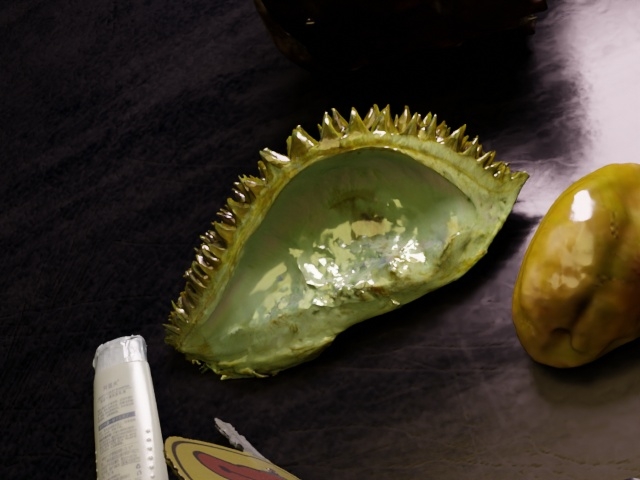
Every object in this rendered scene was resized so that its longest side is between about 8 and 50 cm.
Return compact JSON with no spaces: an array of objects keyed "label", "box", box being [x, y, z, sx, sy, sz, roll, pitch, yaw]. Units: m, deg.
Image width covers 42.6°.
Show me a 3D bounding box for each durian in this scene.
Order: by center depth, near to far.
[{"label":"durian","box":[0.002,-0.002,0.812,0.394,0.163,0.198,-35,91,12]}]

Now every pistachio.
[{"label":"pistachio","box":[0.223,0.014,0.659,0.189,0.110,0.100,-53,21,-7]}]

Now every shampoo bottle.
[{"label":"shampoo bottle","box":[-0.187,0.197,0.807,0.072,0.049,0.213,-25,55,18]}]

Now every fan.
[{"label":"fan","box":[-0.030,0.194,0.639,0.011,0.229,0.335,-63,26,-5]}]

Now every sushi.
[{"label":"sushi","box":[0.069,-0.329,0.817,0.294,0.299,0.282,-4,77,24]}]

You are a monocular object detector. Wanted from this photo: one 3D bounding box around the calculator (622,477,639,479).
[{"label":"calculator","box":[0.166,0.301,0.571,0.268,0.040,0.177,-45,51,6]}]
